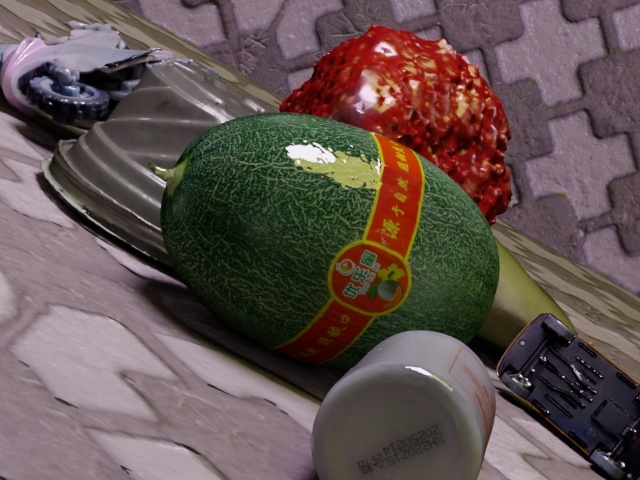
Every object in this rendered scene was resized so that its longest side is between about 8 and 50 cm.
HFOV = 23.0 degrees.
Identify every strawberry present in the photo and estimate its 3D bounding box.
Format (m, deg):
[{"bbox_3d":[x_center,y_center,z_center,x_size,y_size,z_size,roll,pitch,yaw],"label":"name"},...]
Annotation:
[{"bbox_3d":[0.046,-0.083,1.480,0.257,0.261,0.261,27,9,-38],"label":"strawberry"}]

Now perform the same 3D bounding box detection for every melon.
[{"bbox_3d":[0.000,0.000,1.170,0.287,0.182,0.182,19,12,-21],"label":"melon"}]

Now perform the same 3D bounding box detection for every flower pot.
[{"bbox_3d":[-0.104,-0.061,1.318,0.235,0.140,0.235,29,11,-6],"label":"flower pot"}]

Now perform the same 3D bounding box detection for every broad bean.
[{"bbox_3d":[0.170,0.049,1.638,0.263,0.121,0.189,29,6,-22],"label":"broad bean"}]

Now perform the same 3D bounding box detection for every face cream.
[{"bbox_3d":[0.064,0.110,1.021,0.101,0.101,0.251,31,9,7],"label":"face cream"}]

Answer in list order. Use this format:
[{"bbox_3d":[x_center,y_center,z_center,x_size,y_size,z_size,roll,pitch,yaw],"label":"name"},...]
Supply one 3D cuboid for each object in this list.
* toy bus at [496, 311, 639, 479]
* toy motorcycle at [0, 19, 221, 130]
[{"bbox_3d":[0.255,0.152,1.455,0.088,0.083,0.194,34,6,-47],"label":"toy bus"},{"bbox_3d":[-0.235,-0.164,1.542,0.204,0.108,0.239,17,4,30],"label":"toy motorcycle"}]
